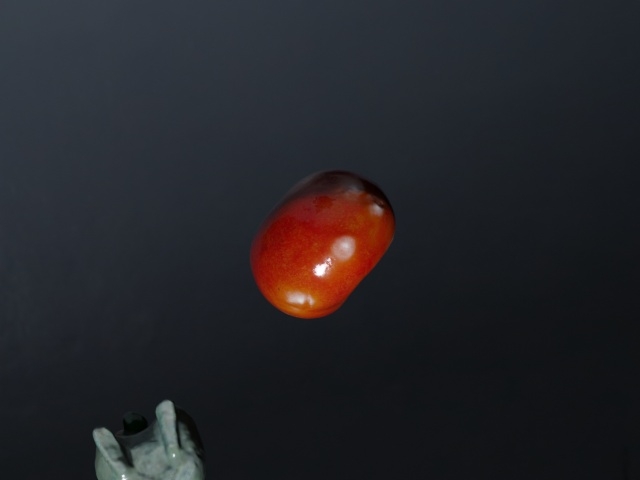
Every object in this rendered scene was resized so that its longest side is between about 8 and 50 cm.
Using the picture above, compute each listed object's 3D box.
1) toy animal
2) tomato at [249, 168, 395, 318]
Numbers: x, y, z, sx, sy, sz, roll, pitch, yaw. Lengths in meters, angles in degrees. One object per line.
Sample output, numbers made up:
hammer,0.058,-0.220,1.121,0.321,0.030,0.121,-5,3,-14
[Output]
toy animal,-0.179,0.271,1.431,0.125,0.127,0.251,8,155,7
tomato,0.000,0.000,1.509,0.195,0.136,0.195,-51,179,-1
